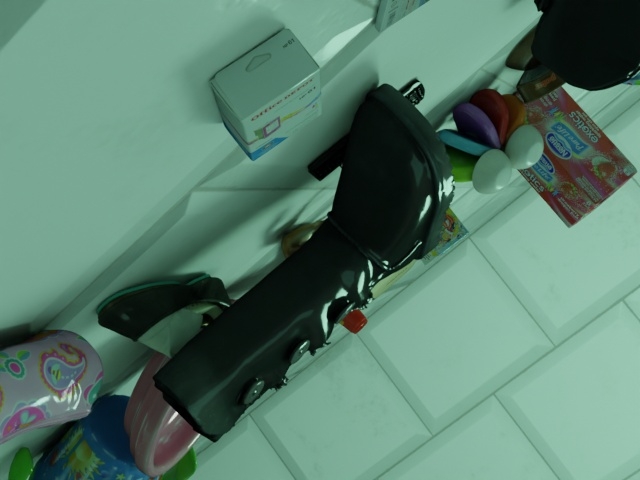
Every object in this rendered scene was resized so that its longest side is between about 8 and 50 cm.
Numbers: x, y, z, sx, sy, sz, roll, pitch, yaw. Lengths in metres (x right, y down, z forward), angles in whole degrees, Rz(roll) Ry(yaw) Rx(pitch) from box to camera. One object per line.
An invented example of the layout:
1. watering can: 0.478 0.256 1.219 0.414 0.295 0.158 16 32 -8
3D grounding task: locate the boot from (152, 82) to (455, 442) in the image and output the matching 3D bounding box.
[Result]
1. boot: -0.036 0.047 1.240 0.445 0.146 0.367 -38 151 -13

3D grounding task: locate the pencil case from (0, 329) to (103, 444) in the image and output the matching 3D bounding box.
1. pencil case: -0.364 0.179 1.040 0.124 0.124 0.284 -42 170 24

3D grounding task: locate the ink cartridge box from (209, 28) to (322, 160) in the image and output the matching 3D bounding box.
1. ink cartridge box: -0.048 -0.134 0.901 0.088 0.052 0.122 -36 168 -6

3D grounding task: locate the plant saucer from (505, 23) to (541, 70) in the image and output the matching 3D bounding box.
1. plant saucer: 0.367 -0.322 1.516 0.168 0.029 0.168 -35 170 -7

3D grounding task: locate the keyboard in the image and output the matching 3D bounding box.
1. keyboard: 0.073 -0.139 1.316 0.192 0.038 0.100 -38 170 7

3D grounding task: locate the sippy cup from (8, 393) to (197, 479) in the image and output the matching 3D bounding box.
1. sippy cup: -0.382 0.405 1.732 0.224 0.240 0.305 -57 170 30

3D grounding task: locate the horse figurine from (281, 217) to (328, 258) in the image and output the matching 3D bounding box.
1. horse figurine: 0.000 0.000 1.568 0.174 0.066 0.263 -25 180 9

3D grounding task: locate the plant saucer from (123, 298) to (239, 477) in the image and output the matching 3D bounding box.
1. plant saucer: -0.220 0.231 1.602 0.332 0.084 0.332 -56 168 -18

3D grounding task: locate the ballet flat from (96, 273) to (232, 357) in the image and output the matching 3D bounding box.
1. ballet flat: -0.194 0.103 1.326 0.095 0.096 0.280 -40 169 21

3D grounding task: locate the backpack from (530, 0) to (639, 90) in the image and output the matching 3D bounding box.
1. backpack: 0.487 -0.360 1.243 0.355 0.273 0.290 -45 168 -29

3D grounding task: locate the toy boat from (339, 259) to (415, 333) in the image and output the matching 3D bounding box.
1. toy boat: 0.075 0.068 2.006 0.267 0.148 0.318 -35 163 -38

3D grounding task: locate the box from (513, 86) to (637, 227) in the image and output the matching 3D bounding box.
1. box: 0.448 -0.169 1.810 0.122 0.257 0.128 -36 170 -19

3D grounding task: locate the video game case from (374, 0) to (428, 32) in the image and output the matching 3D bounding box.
1. video game case: 0.110 -0.264 0.968 0.122 0.011 0.087 -35 169 -12

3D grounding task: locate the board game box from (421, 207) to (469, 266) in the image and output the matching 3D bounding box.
1. board game box: 0.192 -0.042 1.804 0.103 0.154 0.026 -38 170 4

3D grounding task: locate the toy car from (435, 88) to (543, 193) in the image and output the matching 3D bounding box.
1. toy car: 0.263 -0.173 1.565 0.182 0.159 0.136 -36 134 -20

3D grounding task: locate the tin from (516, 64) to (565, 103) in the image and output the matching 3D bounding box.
1. tin: 0.380 -0.279 1.583 0.106 0.040 0.190 -25 -168 26
